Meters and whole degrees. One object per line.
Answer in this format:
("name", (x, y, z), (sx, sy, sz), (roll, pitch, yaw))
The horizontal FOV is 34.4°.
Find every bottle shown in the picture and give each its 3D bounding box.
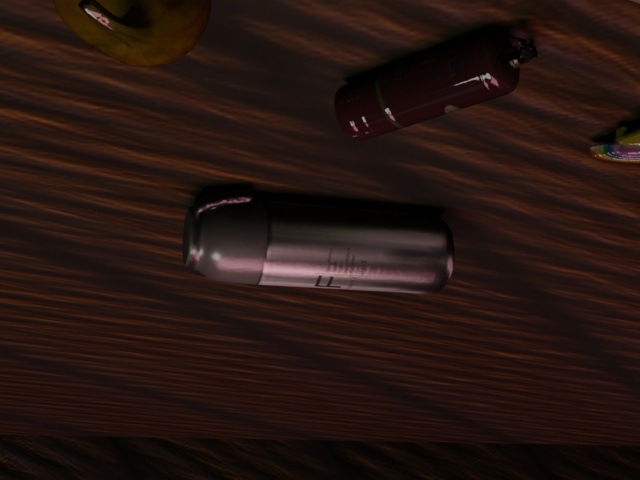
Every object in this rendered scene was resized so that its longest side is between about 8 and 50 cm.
("bottle", (0.000, 0.000, 0.971), (0.253, 0.079, 0.096), (4, 123, -14))

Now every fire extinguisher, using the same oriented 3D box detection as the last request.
("fire extinguisher", (0.088, -0.110, 0.708), (0.157, 0.045, 0.078), (-16, -176, 36))

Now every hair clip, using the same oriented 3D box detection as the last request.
("hair clip", (0.283, -0.091, 0.773), (0.060, 0.033, 0.188), (7, 160, -22))

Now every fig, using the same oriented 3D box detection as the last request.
("fig", (-0.101, -0.127, 0.565), (0.082, 0.098, 0.084), (-31, 130, 14))

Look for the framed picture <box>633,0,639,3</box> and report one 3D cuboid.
("framed picture", (0.286, -0.139, 0.491), (0.289, 0.020, 0.211), (21, 163, 7))
